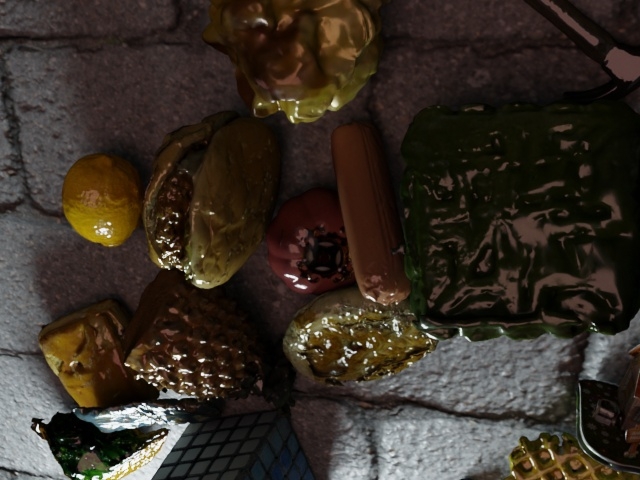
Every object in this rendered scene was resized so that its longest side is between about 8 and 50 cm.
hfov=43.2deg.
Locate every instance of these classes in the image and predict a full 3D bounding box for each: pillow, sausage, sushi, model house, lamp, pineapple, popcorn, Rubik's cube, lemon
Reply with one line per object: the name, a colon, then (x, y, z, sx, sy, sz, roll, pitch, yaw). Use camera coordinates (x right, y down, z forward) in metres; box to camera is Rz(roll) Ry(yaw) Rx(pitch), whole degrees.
pillow: (-0.319, 0.329, 1.533, 0.255, 0.034, 0.189, -4, 158, 1)
sausage: (0.074, -0.045, 1.204, 0.086, 0.086, 0.289, -18, 72, 26)
sushi: (-0.457, 0.429, 1.659, 0.287, 0.149, 0.140, 7, 132, 17)
model house: (0.549, 0.254, 1.203, 0.294, 0.207, 0.154, 18, 117, 9)
lamp: (0.000, 0.000, 1.303, 0.182, 0.140, 0.182, -5, 114, -10)
pineapple: (-0.162, 0.206, 1.437, 0.357, 0.223, 0.223, 32, 123, -22)
popcorn: (-0.022, -0.326, 1.113, 0.265, 0.225, 0.332, 35, 100, -13)
Rubik's cube: (-0.164, 0.493, 1.548, 0.238, 0.237, 0.237, -15, 111, 24)
lemon: (-0.372, -0.069, 1.394, 0.142, 0.142, 0.187, 14, 129, 12)

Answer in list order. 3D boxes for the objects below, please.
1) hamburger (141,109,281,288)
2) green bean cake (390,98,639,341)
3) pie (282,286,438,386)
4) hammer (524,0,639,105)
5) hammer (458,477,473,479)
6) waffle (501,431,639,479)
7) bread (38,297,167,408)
hamburger: (-0.157, -0.063, 1.238, 0.144, 0.283, 0.259, 23, 125, 17)
green bean cake: (0.267, -0.032, 1.097, 0.335, 0.218, 0.319, -4, 90, 15)
pie: (0.064, 0.166, 1.349, 0.274, 0.055, 0.274, -2, 141, -2)
hammer: (0.271, -0.357, 1.087, 0.440, 0.044, 0.168, 41, 119, -3)
hammer: (0.454, 0.466, 1.434, 0.427, 0.044, 0.152, -17, 110, 25)
waffle: (0.431, 0.452, 1.387, 0.254, 0.052, 0.245, 14, 102, 16)
bread: (-0.431, 0.243, 1.591, 0.210, 0.099, 0.235, -22, 107, 26)
